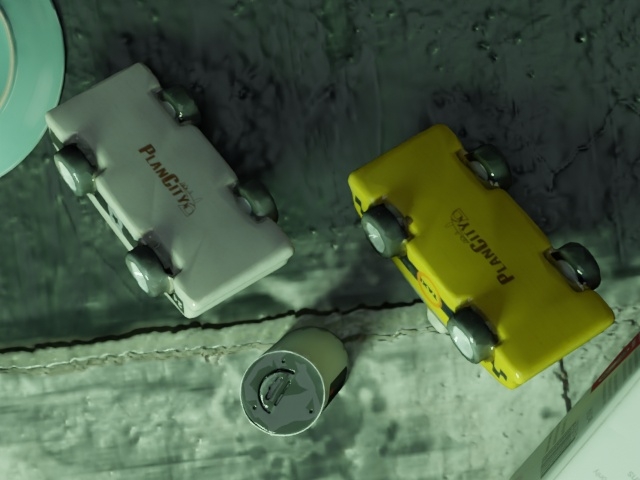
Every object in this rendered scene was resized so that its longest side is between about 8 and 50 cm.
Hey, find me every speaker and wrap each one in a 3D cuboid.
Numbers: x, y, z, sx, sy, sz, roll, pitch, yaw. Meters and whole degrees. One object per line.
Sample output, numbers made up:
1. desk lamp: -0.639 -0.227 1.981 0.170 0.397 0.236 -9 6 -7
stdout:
1. speaker: -0.016 0.090 1.213 0.055 0.136 0.055 0 93 7

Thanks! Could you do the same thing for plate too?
1. plate: -0.270 -0.126 1.289 0.188 0.024 0.188 0 93 8

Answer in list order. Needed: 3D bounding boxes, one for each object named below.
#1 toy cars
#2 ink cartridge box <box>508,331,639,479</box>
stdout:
1. toy cars: 0.000 0.000 1.226 0.393 0.087 0.176 12 58 8
2. ink cartridge box: 0.161 0.202 1.153 0.131 0.226 0.306 39 99 5
